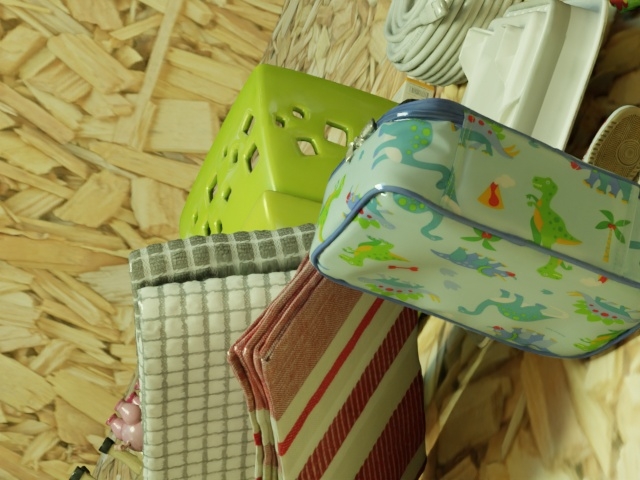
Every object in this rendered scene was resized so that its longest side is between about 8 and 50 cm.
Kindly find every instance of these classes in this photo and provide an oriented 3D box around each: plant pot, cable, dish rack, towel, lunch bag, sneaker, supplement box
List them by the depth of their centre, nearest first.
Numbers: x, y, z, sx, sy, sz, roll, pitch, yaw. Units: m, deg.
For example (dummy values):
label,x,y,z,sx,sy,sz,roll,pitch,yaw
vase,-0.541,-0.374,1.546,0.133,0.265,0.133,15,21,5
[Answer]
label,x,y,z,sx,sy,sz,roll,pitch,yaw
lunch bag,0.111,-0.002,1.226,0.176,0.219,0.090,130,158,-62
sneaker,0.199,-0.047,1.346,0.067,0.042,0.118,-118,47,-71
towel,0.016,0.127,1.392,0.237,0.037,0.329,-54,-32,-41
dish rack,0.136,-0.072,1.507,0.333,0.072,0.285,-113,42,-84
towel,-0.043,0.109,1.573,0.121,0.235,0.283,-107,13,-44
plant pot,0.000,0.000,1.777,0.207,0.228,0.227,-91,24,-48
cable,0.149,-0.284,1.899,0.257,0.089,0.257,134,155,-66
supplement box,0.090,-0.119,2.014,0.062,0.036,0.098,128,159,-57

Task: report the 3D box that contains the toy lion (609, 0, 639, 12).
label,x,y,z,sx,sy,sz,roll,pitch,yaw
toy lion,0.227,-0.228,1.459,0.096,0.034,0.100,173,80,-80

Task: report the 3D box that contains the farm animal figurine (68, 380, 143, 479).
label,x,y,z,sx,sy,sz,roll,pitch,yaw
farm animal figurine,-0.101,0.182,2.067,0.330,0.172,0.327,-53,-4,12
